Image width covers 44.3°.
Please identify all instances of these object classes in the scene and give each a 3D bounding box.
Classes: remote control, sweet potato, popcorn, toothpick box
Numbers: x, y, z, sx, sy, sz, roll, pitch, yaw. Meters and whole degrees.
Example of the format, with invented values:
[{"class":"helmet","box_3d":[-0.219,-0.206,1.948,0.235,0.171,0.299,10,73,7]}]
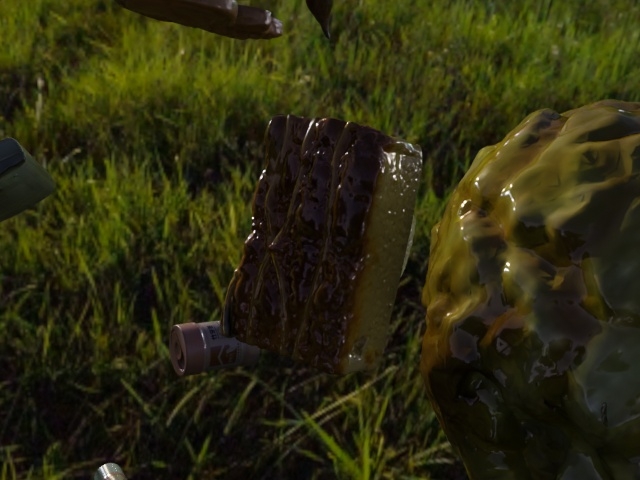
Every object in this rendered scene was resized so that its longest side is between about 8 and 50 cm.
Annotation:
[{"class":"remote control","box_3d":[-0.331,-0.054,0.802,0.098,0.038,0.233,-31,4,-11]},{"class":"sweet potato","box_3d":[0.002,-0.385,1.273,0.049,0.117,0.049,-11,9,2]},{"class":"popcorn","box_3d":[0.178,0.050,0.449,0.247,0.282,0.282,-25,31,2]},{"class":"toothpick box","box_3d":[-0.202,0.201,1.503,0.149,0.098,0.098,-4,30,-30]}]

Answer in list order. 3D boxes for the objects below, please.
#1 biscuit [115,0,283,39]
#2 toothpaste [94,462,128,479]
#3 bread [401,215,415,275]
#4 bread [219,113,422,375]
[{"class":"biscuit","box_3d":[-0.189,-0.358,1.243,0.202,0.044,0.289,12,4,40]},{"class":"toothpaste","box_3d":[-0.207,0.307,0.855,0.036,0.056,0.205,39,-6,-31]},{"class":"bread","box_3d":[0.072,-0.021,1.241,0.068,0.125,0.188,1,-24,42]},{"class":"bread","box_3d":[0.000,0.000,0.910,0.185,0.274,0.114,13,0,35]}]
